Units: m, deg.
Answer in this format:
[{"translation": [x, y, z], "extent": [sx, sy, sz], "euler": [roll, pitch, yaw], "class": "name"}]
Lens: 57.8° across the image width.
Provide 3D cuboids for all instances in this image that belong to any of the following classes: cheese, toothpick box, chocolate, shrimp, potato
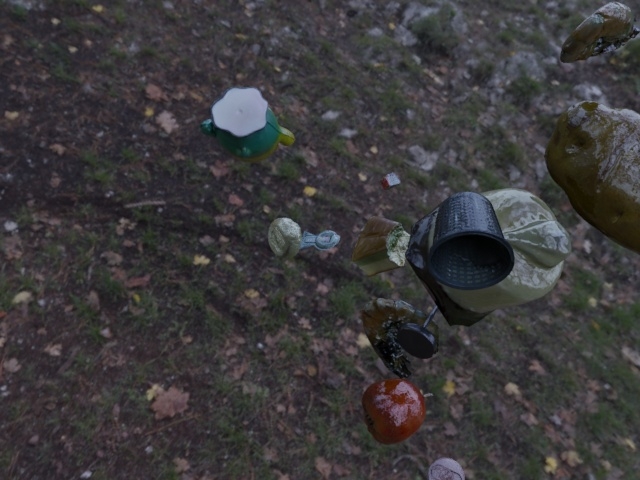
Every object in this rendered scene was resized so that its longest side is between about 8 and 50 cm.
[{"translation": [0.000, 0.000, 1.671], "extent": [0.026, 0.120, 0.067], "euler": [58, 39, -49], "class": "cheese"}, {"translation": [0.343, 0.668, 1.601], "extent": [0.098, 0.149, 0.098], "euler": [-4, 55, 5], "class": "toothpick box"}, {"translation": [0.432, 0.025, 1.435], "extent": [0.326, 0.297, 0.314], "euler": [-34, 95, -19], "class": "chocolate"}, {"translation": [0.567, -0.408, 1.159], "extent": [0.267, 0.145, 0.061], "euler": [-24, 71, -43], "class": "shrimp"}, {"translation": [0.595, -0.116, 1.130], "extent": [0.176, 0.195, 0.369], "euler": [76, -12, -60], "class": "potato"}, {"translation": [0.247, 0.297, 1.700], "extent": [0.071, 0.233, 0.365], "euler": [-62, 140, -41], "class": "shrimp"}]

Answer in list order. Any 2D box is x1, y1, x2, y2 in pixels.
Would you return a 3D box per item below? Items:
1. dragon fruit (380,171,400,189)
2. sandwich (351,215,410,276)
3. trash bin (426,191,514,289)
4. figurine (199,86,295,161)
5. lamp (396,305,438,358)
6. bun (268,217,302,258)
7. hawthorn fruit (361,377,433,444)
[{"translation": [0.271, -0.235, 2.311], "extent": [0.083, 0.060, 0.056], "euler": [-24, 85, -40], "class": "dragon fruit"}, {"translation": [0.222, -0.006, 1.918], "extent": [0.108, 0.186, 0.220], "euler": [46, 45, -25], "class": "sandwich"}, {"translation": [0.307, -0.012, 1.212], "extent": [0.175, 0.175, 0.161], "euler": [26, 45, -19], "class": "trash bin"}, {"translation": [-0.259, -0.388, 2.061], "extent": [0.323, 0.232, 0.340], "euler": [0, -11, 4], "class": "figurine"}, {"translation": [0.314, 0.206, 1.621], "extent": [0.130, 0.108, 0.371], "euler": [37, 32, 6], "class": "lamp"}, {"translation": [-0.134, -0.014, 2.329], "extent": [0.111, 0.188, 0.164], "euler": [-16, 62, -30], "class": "bun"}, {"translation": [0.239, 0.503, 1.747], "extent": [0.225, 0.197, 0.197], "euler": [-20, 52, -13], "class": "hawthorn fruit"}]
